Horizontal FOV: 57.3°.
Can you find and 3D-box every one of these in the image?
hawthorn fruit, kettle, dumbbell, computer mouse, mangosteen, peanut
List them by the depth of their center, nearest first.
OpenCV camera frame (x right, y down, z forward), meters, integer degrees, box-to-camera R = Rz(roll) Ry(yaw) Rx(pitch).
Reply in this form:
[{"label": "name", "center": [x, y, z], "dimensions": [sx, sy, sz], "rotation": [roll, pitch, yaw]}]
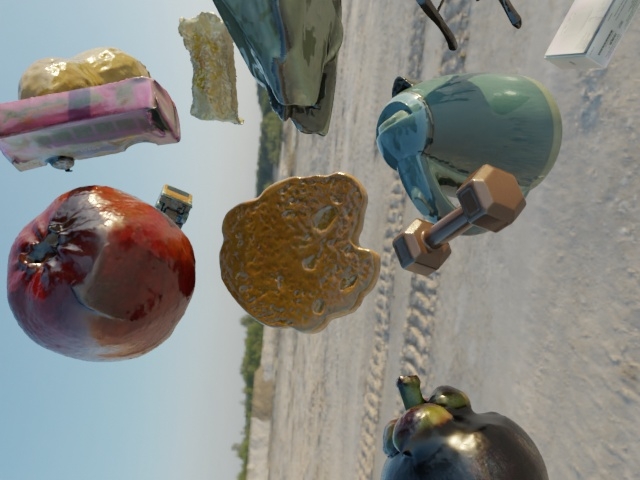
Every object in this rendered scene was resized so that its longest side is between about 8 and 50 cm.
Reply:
[{"label": "computer mouse", "center": [-0.050, -0.321, 0.641], "dimensions": [0.228, 0.145, 0.429], "rotation": [49, -158, -71]}, {"label": "dumbbell", "center": [0.196, -0.022, 0.865], "dimensions": [0.231, 0.082, 0.092], "rotation": [-43, 61, 56]}, {"label": "mangosteen", "center": [0.200, 0.346, 0.905], "dimensions": [0.302, 0.274, 0.275], "rotation": [61, 164, 16]}, {"label": "hawthorn fruit", "center": [-0.318, 0.061, 0.924], "dimensions": [0.307, 0.265, 0.265], "rotation": [32, -125, -53]}, {"label": "kettle", "center": [0.266, -0.166, 1.110], "dimensions": [0.247, 0.342, 0.320], "rotation": [-34, 68, 52]}, {"label": "peanut", "center": [-0.454, -0.293, 1.169], "dimensions": [0.170, 0.192, 0.387], "rotation": [63, -159, -16]}]

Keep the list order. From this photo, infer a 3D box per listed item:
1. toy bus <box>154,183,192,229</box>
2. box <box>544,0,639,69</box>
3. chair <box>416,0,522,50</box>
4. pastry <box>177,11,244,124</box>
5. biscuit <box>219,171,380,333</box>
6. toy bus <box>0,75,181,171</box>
[{"label": "toy bus", "center": [-0.406, -0.045, 1.523], "dimensions": [0.182, 0.091, 0.103], "rotation": [-60, 21, 20]}, {"label": "box", "center": [0.470, -0.368, 1.015], "dimensions": [0.130, 0.051, 0.129], "rotation": [-62, 15, 9]}, {"label": "chair", "center": [0.220, -0.505, 0.969], "dimensions": [0.160, 0.319, 0.186], "rotation": [-4, 51, 48]}, {"label": "pastry", "center": [-0.244, -0.379, 1.297], "dimensions": [0.089, 0.121, 0.259], "rotation": [-101, 6, -54]}, {"label": "biscuit", "center": [-0.038, 0.025, 1.182], "dimensions": [0.312, 0.351, 0.057], "rotation": [62, -165, 11]}, {"label": "toy bus", "center": [-0.373, -0.187, 0.947], "dimensions": [0.112, 0.273, 0.090], "rotation": [90, 167, -70]}]
